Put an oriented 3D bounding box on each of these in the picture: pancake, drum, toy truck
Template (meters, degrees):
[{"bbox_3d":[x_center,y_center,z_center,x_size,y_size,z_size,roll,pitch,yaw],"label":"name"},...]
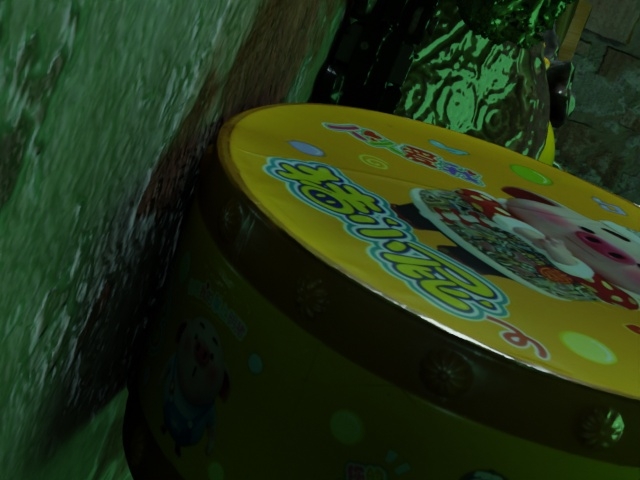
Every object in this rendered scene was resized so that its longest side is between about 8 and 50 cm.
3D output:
[{"bbox_3d":[0.123,-0.137,1.277,0.031,0.250,0.250,14,-101,59],"label":"pancake"},{"bbox_3d":[0.091,0.085,0.888,0.431,0.431,0.214,-49,162,-68],"label":"drum"},{"bbox_3d":[0.042,-0.137,1.169,0.088,0.074,0.201,-56,169,-78],"label":"toy truck"}]

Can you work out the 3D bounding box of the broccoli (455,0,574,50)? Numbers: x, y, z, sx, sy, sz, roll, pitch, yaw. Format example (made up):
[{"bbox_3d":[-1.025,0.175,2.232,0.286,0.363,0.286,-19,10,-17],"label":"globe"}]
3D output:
[{"bbox_3d":[0.208,-0.292,1.152,0.270,0.270,0.270,-28,128,-43],"label":"broccoli"}]

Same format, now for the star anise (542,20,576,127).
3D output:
[{"bbox_3d":[0.210,-0.155,1.750,0.332,0.118,0.331,-40,-147,32],"label":"star anise"}]

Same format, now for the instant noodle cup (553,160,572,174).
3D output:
[{"bbox_3d":[0.223,-0.086,2.079,0.200,0.264,0.264,-58,174,5],"label":"instant noodle cup"}]

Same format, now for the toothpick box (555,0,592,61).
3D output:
[{"bbox_3d":[0.296,-0.409,1.830,0.308,0.190,0.187,99,15,-45],"label":"toothpick box"}]

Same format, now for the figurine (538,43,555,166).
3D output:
[{"bbox_3d":[0.164,-0.152,1.481,0.343,0.215,0.187,-60,174,-54],"label":"figurine"}]
